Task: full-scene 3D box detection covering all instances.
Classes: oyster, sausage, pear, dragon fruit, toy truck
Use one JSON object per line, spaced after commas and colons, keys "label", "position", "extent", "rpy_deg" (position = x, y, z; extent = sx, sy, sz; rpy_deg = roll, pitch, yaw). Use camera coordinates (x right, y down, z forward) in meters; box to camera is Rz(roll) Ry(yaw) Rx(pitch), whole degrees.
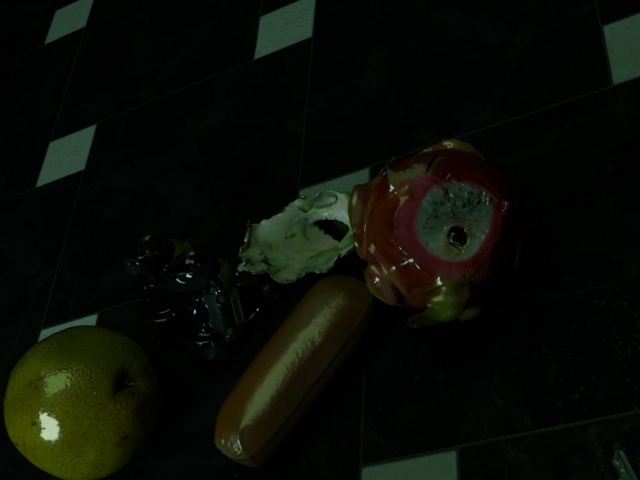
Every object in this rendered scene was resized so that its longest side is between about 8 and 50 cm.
{"label": "oyster", "position": [-0.009, -0.003, 1.365], "extent": [0.209, 0.072, 0.133], "rpy_deg": [-37, 60, -17]}
{"label": "sausage", "position": [-0.030, 0.161, 1.251], "extent": [0.105, 0.105, 0.274], "rpy_deg": [24, 72, 45]}
{"label": "pear", "position": [-0.311, 0.214, 1.339], "extent": [0.209, 0.209, 0.208], "rpy_deg": [-20, 46, 22]}
{"label": "dragon fruit", "position": [0.137, -0.007, 1.192], "extent": [0.224, 0.227, 0.224], "rpy_deg": [-1, 77, 2]}
{"label": "toy truck", "position": [-0.165, 0.058, 1.424], "extent": [0.165, 0.147, 0.224], "rpy_deg": [-32, 34, -33]}

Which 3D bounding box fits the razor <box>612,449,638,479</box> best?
{"label": "razor", "position": [0.226, 0.291, 1.002], "extent": [0.211, 0.036, 0.084], "rpy_deg": [-30, 41, 11]}
